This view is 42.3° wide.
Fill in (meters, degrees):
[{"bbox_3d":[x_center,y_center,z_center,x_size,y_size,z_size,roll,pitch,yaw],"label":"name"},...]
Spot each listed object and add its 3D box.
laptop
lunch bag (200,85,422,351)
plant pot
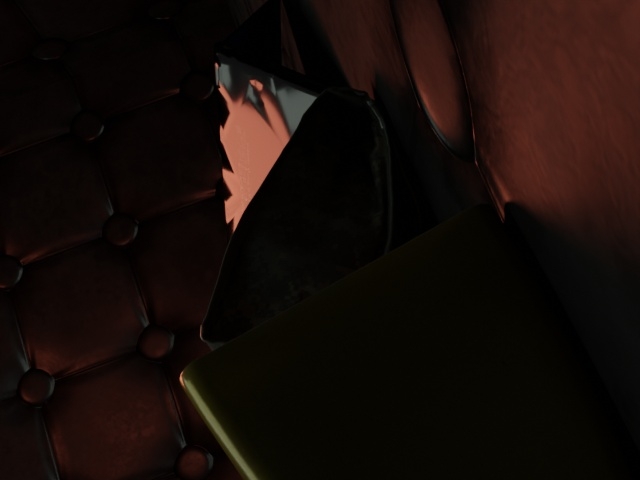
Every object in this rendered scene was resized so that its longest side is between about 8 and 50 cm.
[{"bbox_3d":[-0.019,-0.115,1.214,0.408,0.236,0.382,30,133,40],"label":"laptop"},{"bbox_3d":[0.011,0.020,0.828,0.235,0.169,0.287,84,-159,-65],"label":"lunch bag"},{"bbox_3d":[0.071,0.146,0.504,0.187,0.212,0.212,55,169,37],"label":"plant pot"}]
